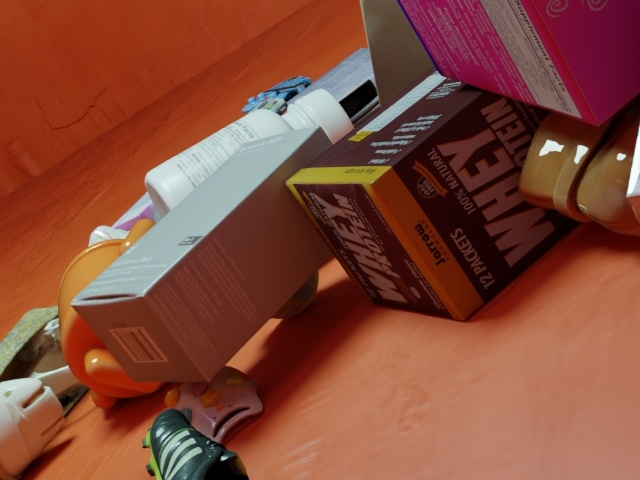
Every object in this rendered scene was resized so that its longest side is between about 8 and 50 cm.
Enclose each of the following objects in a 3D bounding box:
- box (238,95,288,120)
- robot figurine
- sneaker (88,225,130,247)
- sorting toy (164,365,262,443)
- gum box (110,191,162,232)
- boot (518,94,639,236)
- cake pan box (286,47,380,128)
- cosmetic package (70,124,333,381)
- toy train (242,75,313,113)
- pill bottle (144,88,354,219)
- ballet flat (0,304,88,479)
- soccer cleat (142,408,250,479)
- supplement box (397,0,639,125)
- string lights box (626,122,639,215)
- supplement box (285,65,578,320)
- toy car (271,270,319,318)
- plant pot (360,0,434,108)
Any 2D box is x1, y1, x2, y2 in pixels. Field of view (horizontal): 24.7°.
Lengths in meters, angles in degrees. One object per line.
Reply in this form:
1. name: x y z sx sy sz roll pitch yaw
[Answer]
1. box: -0.102 -0.132 1.893 0.137 0.027 0.094 -41 16 -6
2. robot figurine: -0.195 0.072 1.444 0.128 0.158 0.219 -22 22 -4
3. sneaker: -0.202 0.031 1.594 0.232 0.115 0.090 -22 19 43
4. sorting toy: -0.083 0.139 1.192 0.083 0.045 0.075 -38 33 -14
5. gum box: -0.167 -0.021 1.769 0.062 0.107 0.188 -24 17 39
6. boot: 0.279 -0.110 1.016 0.283 0.109 0.220 -53 24 -15
7. cake pan box: 0.009 -0.163 1.924 0.245 0.070 0.267 -39 14 -7
8. cosmetic package: -0.079 0.011 1.249 0.127 0.107 0.238 -10 33 51
9. toy train: -0.044 -0.196 2.143 0.105 0.080 0.184 -33 12 -17
10. pill bottle: -0.072 -0.075 1.665 0.229 0.131 0.131 -31 12 -12
11. ballet flat: -0.300 0.160 1.487 0.123 0.123 0.348 -30 14 21
12. soccer cleat: -0.089 0.169 1.063 0.072 0.060 0.179 -25 20 2
13. supplement box: 0.151 -0.171 1.015 0.111 0.114 0.220 -39 28 -10
14. string lights box: 0.271 -0.120 0.849 0.133 0.077 0.260 -5 56 35
15. supplement box: 0.109 -0.051 1.168 0.194 0.129 0.191 -39 14 -15
16. toy car: 0.000 0.000 1.419 0.239 0.053 0.225 -37 13 -10
17. plant pot: 0.180 -0.226 1.389 0.274 0.257 0.256 -11 17 5
